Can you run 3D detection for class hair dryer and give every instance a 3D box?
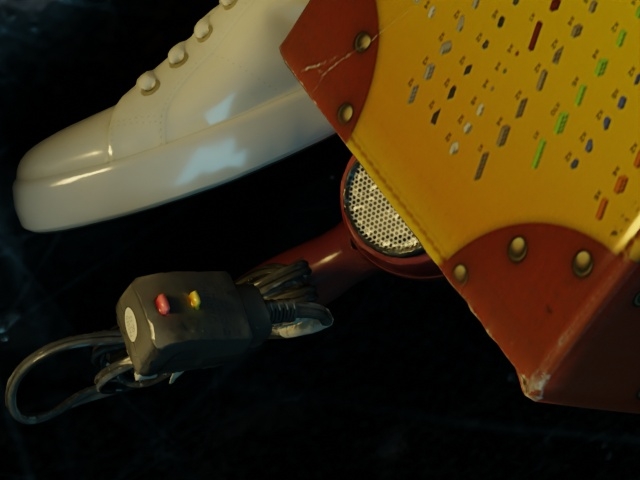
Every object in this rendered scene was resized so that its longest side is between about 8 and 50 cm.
[{"bbox_3d":[0.000,0.000,0.720,0.293,0.223,0.080,-18,87,-27],"label":"hair dryer"}]

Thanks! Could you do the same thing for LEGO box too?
[{"bbox_3d":[0.281,-0.169,0.540,0.372,0.193,0.500,10,124,-41],"label":"LEGO box"}]

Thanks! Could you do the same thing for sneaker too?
[{"bbox_3d":[-0.016,-0.103,0.681,0.290,0.106,0.123,-26,99,-5],"label":"sneaker"}]
